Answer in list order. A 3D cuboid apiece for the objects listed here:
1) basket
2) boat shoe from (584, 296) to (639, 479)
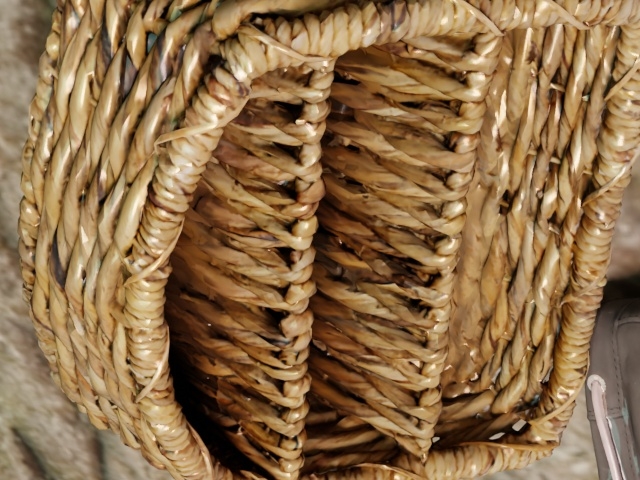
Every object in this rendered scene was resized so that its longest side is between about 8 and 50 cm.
[{"bbox_3d":[0.000,0.000,0.705,0.223,0.213,0.299,30,133,27],"label":"basket"},{"bbox_3d":[0.211,0.181,0.816,0.095,0.112,0.335,10,117,43],"label":"boat shoe"}]
